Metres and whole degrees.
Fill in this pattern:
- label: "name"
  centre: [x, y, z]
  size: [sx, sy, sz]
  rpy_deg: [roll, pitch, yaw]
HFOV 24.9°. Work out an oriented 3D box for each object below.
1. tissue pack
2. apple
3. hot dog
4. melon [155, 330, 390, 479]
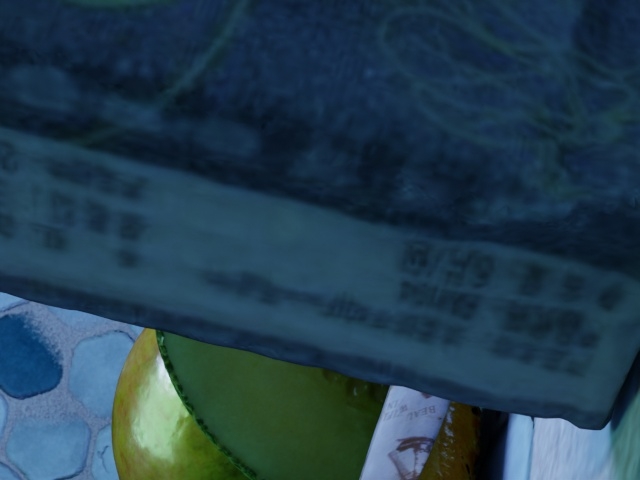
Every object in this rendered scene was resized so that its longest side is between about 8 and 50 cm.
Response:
- label: "tissue pack"
  centre: [-0.074, -0.119, 0.473]
  size: [0.124, 0.394, 0.288]
  rpy_deg: [105, 179, -48]
- label: "apple"
  centre: [-0.029, 0.112, 0.879]
  size: [0.196, 0.196, 0.196]
  rpy_deg: [-165, 90, -90]
- label: "hot dog"
  centre: [0.038, 0.119, 0.609]
  size: [0.191, 0.059, 0.108]
  rpy_deg: [-72, -1, -48]
- label: "melon"
  centre: [0.000, 0.000, 0.742]
  size: [0.129, 0.169, 0.265]
  rpy_deg: [-135, 60, -73]
